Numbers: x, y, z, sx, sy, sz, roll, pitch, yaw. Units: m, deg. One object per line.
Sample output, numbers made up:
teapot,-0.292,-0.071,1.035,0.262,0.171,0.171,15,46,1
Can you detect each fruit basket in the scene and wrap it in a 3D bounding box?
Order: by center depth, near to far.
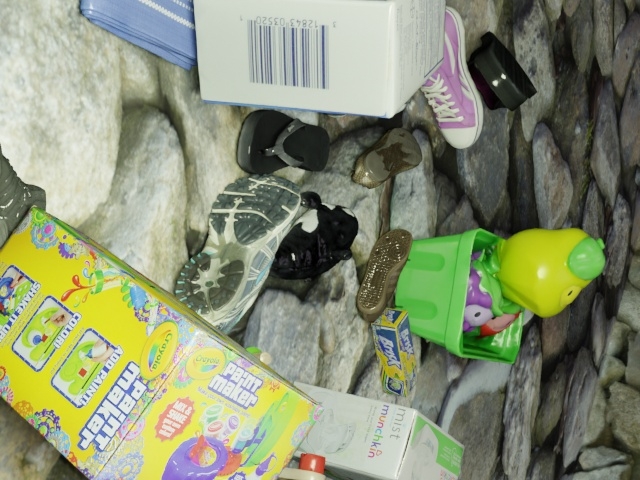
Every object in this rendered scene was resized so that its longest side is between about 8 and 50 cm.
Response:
fruit basket,0.372,0.102,2.183,0.392,0.392,0.283,17,82,-61

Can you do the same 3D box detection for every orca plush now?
orca plush,0.000,0.000,1.749,0.287,0.102,0.151,1,96,-61

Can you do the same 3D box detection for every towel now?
towel,-0.195,-0.402,1.378,0.243,0.040,0.336,16,81,-60

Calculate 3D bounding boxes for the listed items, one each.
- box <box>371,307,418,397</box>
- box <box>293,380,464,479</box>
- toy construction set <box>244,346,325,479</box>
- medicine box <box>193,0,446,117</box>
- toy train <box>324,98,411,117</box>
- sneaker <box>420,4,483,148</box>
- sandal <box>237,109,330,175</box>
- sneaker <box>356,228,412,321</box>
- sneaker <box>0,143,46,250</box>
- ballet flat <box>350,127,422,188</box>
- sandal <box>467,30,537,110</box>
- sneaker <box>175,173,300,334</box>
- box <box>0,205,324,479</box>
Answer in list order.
box,0.143,0.214,2.113,0.059,0.054,0.169,-48,136,-46
box,0.087,0.352,1.862,0.262,0.231,0.127,43,60,-55
toy construction set,-0.154,0.288,1.505,0.257,0.237,0.309,-6,85,-31
medicine box,0.010,-0.281,1.481,0.289,0.263,0.149,-48,141,-61
toy train,0.056,-0.348,1.675,0.142,0.190,0.334,-29,121,-55
sneaker,0.216,-0.286,2.090,0.161,0.102,0.282,-41,121,-46
sandal,-0.044,-0.149,1.682,0.254,0.054,0.097,-10,105,-60
sneaker,0.114,0.065,2.034,0.188,0.066,0.071,-60,161,-26
sneaker,-0.334,-0.049,1.188,0.089,0.051,0.170,-31,129,-53
ballet flat,0.117,-0.142,1.986,0.084,0.058,0.250,55,31,-2
sandal,0.351,-0.336,2.267,0.167,0.107,0.446,55,18,-1
sneaker,-0.118,0.024,1.572,0.283,0.110,0.122,-57,160,-33
box,-0.197,0.144,1.204,0.177,0.279,0.290,-55,146,-6
